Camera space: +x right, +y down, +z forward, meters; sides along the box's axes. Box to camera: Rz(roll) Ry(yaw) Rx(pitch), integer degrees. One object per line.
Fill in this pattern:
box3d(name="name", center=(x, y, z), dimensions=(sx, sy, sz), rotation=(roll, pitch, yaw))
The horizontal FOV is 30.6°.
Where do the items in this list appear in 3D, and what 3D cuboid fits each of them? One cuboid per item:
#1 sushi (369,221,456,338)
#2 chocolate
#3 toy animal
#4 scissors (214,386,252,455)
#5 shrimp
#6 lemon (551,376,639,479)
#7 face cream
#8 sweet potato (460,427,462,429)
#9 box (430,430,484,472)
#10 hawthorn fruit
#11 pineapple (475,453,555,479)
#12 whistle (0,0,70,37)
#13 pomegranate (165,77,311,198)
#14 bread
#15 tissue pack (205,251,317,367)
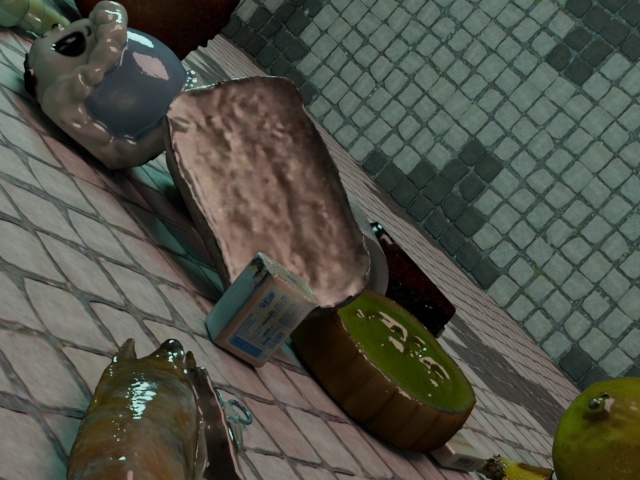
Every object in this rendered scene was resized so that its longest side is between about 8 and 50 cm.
box3d(name="sushi", center=(0.103, 0.077, 1.815), dimensions=(0.225, 0.126, 0.136), rotation=(44, 5, -32))
box3d(name="chocolate", center=(-0.069, -0.041, 1.332), dimensions=(0.303, 0.185, 0.100), rotation=(68, -25, 16))
box3d(name="toy animal", center=(-0.248, -0.191, 1.412), dimensions=(0.204, 0.156, 0.208), rotation=(43, 4, -22))
box3d(name="scissors", center=(-0.076, 0.150, 0.966), dimensions=(0.058, 0.014, 0.119), rotation=(36, 7, -16))
box3d(name="shrimp", center=(-0.086, 0.153, 0.751), dimensions=(0.168, 0.077, 0.317), rotation=(51, 10, -15))
box3d(name="lemon", center=(0.486, 0.337, 1.810), dimensions=(0.310, 0.253, 0.253), rotation=(49, 4, -27))
box3d(name="face cream", center=(0.000, 0.000, 1.641), dimensions=(0.145, 0.145, 0.370), rotation=(40, 7, -14))
box3d(name="sweet potato", center=(0.158, 0.217, 1.598), dimensions=(0.117, 0.049, 0.049), rotation=(49, 10, 36))
box3d(name="box", center=(0.113, 0.205, 1.501), dimensions=(0.220, 0.032, 0.122), rotation=(47, 10, 28))
box3d(name="hawthorn fruit", center=(-0.320, -0.483, 2.104), dimensions=(0.369, 0.285, 0.285), rotation=(39, 8, 4))
box3d(name="pineapple", center=(0.254, 0.310, 1.514), dimensions=(0.114, 0.077, 0.114), rotation=(31, 0, 20))
box3d(name="whistle", center=(-0.425, -0.331, 1.596), dimensions=(0.126, 0.067, 0.258), rotation=(47, 7, 23))
box3d(name="pomegranate", center=(-0.103, -0.119, 1.544), dimensions=(0.207, 0.207, 0.207), rotation=(41, 8, -8))
box3d(name="bread", center=(0.077, 0.146, 1.381), dimensions=(0.236, 0.070, 0.236), rotation=(34, 21, -15))
box3d(name="tissue pack", center=(-0.060, 0.071, 1.163), dimensions=(0.074, 0.094, 0.059), rotation=(34, 13, -31))
